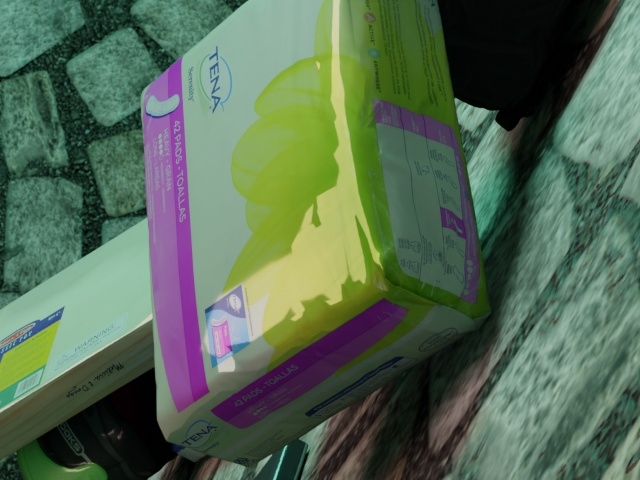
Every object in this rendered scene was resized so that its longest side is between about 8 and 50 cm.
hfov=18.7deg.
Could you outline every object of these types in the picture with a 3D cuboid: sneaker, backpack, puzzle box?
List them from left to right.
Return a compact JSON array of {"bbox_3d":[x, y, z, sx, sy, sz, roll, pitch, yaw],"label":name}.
[{"bbox_3d":[-0.238,0.086,2.110,0.409,0.052,0.272,-31,24,19],"label":"puzzle box"},{"bbox_3d":[-0.162,0.127,2.221,0.202,0.185,0.483,-19,31,35],"label":"sneaker"},{"bbox_3d":[0.125,-0.178,1.371,0.152,0.115,0.182,-63,4,17],"label":"backpack"}]

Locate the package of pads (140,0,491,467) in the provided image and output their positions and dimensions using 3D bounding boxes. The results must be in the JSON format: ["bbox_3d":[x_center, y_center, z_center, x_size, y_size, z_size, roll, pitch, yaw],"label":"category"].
[{"bbox_3d":[-0.011,-0.033,1.261,0.229,0.101,0.296,-35,48,35],"label":"package of pads"}]

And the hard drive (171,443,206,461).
[{"bbox_3d":[-0.062,0.100,1.945,0.210,0.040,0.318,-65,7,-20],"label":"hard drive"}]

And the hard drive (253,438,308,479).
[{"bbox_3d":[-0.052,0.224,1.486,0.094,0.022,0.135,-56,10,41],"label":"hard drive"}]
